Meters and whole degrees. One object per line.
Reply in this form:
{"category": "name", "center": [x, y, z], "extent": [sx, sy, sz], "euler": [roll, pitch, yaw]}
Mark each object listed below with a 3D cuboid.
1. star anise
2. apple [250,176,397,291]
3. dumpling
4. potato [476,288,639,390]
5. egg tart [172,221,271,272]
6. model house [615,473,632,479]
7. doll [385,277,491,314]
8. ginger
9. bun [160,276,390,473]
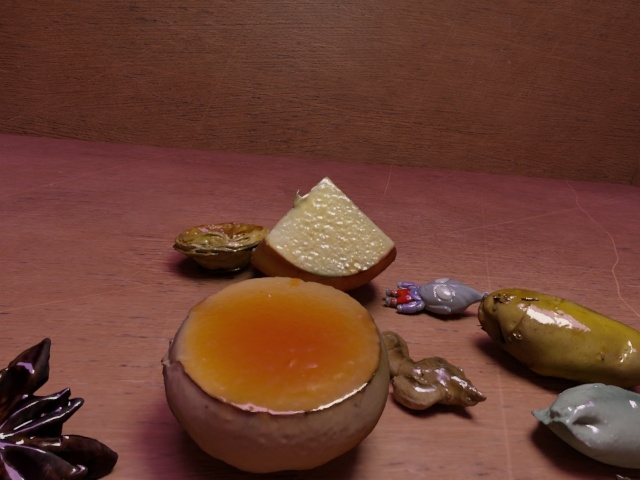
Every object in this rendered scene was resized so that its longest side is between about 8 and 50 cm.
{"category": "star anise", "center": [-0.348, 0.221, 0.519], "extent": [0.212, 0.129, 0.282], "euler": [-29, 72, -42]}
{"category": "apple", "center": [0.000, 0.000, 1.115], "extent": [0.314, 0.252, 0.309], "euler": [0, -12, -7]}
{"category": "dumpling", "center": [0.415, 0.253, 0.713], "extent": [0.217, 0.104, 0.149], "euler": [5, 19, -2]}
{"category": "potato", "center": [0.434, 0.176, 0.888], "extent": [0.300, 0.140, 0.173], "euler": [20, 16, 20]}
{"category": "egg tart", "center": [-0.232, 0.014, 1.187], "extent": [0.241, 0.105, 0.241], "euler": [-3, 12, 1]}
{"category": "model house", "center": [0.318, 0.336, 0.362], "extent": [0.271, 0.178, 0.206], "euler": [25, 28, 35]}
{"category": "doll", "center": [0.259, 0.125, 1.086], "extent": [0.228, 0.075, 0.102], "euler": [-1, 35, 12]}
{"category": "ginger", "center": [0.170, 0.216, 0.825], "extent": [0.133, 0.058, 0.214], "euler": [-7, 20, -11]}
{"category": "bun", "center": [-0.060, 0.188, 0.671], "extent": [0.299, 0.164, 0.299], "euler": [3, 28, -2]}
